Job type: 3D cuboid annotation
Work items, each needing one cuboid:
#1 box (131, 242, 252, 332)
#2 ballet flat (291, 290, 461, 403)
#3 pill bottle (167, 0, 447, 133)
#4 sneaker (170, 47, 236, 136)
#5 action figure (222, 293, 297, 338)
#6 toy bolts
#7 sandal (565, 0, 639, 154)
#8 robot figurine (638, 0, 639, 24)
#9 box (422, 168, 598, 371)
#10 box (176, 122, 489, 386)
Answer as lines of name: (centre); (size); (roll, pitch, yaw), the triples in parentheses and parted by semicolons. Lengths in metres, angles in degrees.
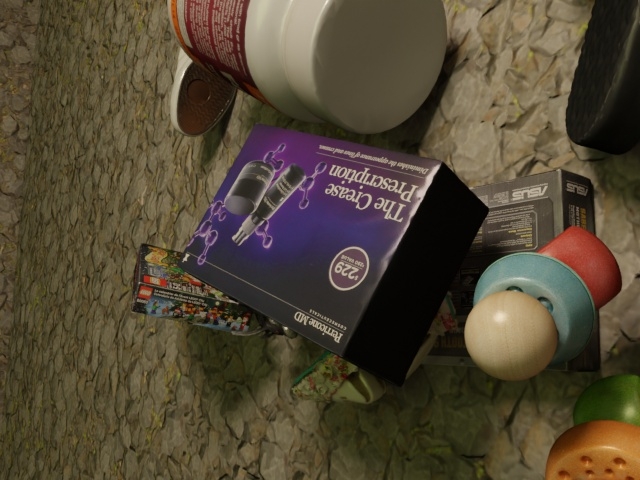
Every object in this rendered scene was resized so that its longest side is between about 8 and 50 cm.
box: (-0.196, 0.067, 0.962); (0.233, 0.159, 0.044); (-140, 66, -70)
ballet flat: (0.053, 0.124, 0.673); (0.077, 0.091, 0.241); (56, 129, 19)
pill bottle: (-0.032, -0.285, 0.844); (0.392, 0.224, 0.224); (39, 112, 49)
sneaker: (-0.215, -0.322, 1.187); (0.123, 0.106, 0.290); (3, 74, 55)
action figure: (-0.013, 0.039, 0.803); (0.276, 0.164, 0.141); (-60, 37, 15)
toy bolts: (0.208, 0.092, 0.441); (0.228, 0.158, 0.218); (51, 125, 11)
sandal: (0.313, -0.283, 0.501); (0.167, 0.107, 0.446); (-69, -9, -68)
robot figurine: (0.304, -0.219, 0.340); (0.291, 0.085, 0.211); (-68, 28, 15)
box: (0.162, 0.039, 0.662); (0.231, 0.056, 0.183); (-11, 75, 50)
box: (0.000, 0.000, 0.631); (0.261, 0.103, 0.184); (20, 81, 45)
